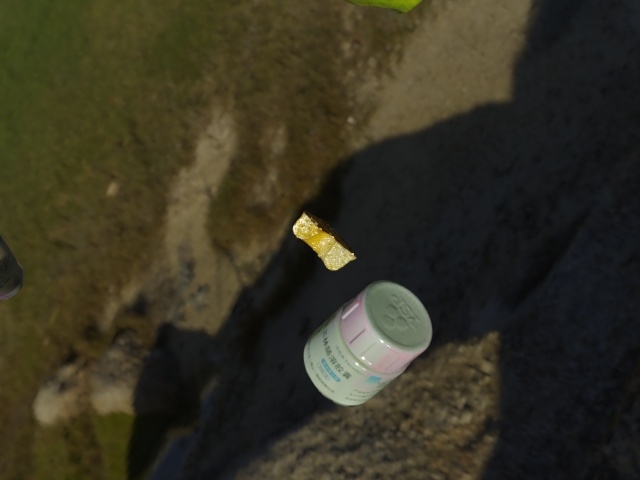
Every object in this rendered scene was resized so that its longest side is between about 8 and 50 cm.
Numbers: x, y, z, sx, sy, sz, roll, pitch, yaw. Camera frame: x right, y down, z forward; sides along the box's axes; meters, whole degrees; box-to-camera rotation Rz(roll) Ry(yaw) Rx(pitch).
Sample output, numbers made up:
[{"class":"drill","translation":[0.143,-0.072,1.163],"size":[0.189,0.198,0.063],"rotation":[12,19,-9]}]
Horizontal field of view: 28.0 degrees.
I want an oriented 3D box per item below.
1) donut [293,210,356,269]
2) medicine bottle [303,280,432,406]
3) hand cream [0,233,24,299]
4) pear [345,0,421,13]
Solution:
[{"class":"donut","translation":[0.000,0.000,1.655],"size":[0.038,0.083,0.067],"rotation":[-43,54,13]},{"class":"medicine bottle","translation":[0.069,0.150,1.869],"size":[0.168,0.135,0.135],"rotation":[-45,29,42]},{"class":"hand cream","translation":[-0.458,0.016,1.724],"size":[0.111,0.070,0.312],"rotation":[-59,-4,-11]},{"class":"pear","translation":[0.085,-0.339,1.201],"size":[0.292,0.159,0.292],"rotation":[-52,10,14]}]
